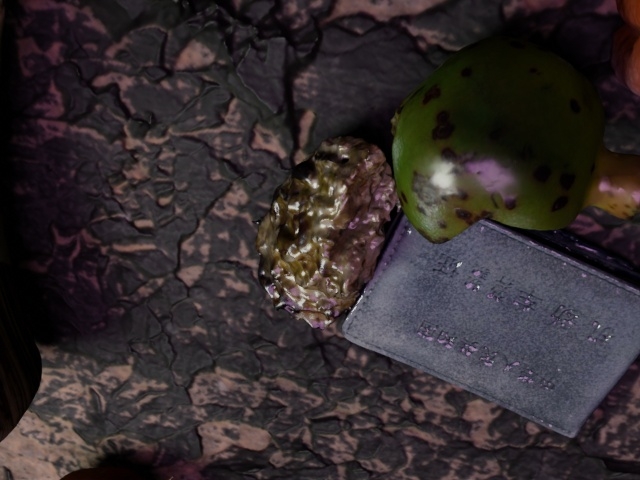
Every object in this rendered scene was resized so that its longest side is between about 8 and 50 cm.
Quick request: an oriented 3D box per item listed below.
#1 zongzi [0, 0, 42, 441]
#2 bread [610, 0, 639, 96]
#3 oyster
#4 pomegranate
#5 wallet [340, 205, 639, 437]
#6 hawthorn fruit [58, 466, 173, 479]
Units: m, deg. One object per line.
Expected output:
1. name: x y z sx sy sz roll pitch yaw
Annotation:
1. zongzi: -0.272 0.002 0.829 0.317 0.154 0.289 -29 113 24
2. bread: 0.289 -0.157 0.584 0.244 0.123 0.190 2 121 13
3. oyster: 0.002 -0.007 0.786 0.105 0.056 0.177 55 131 14
4. pomegranate: 0.126 -0.068 0.673 0.169 0.143 0.122 4 123 24
5. wallet: 0.138 0.056 0.816 0.222 0.036 0.167 26 125 -2
6. hawthorn fruit: -0.202 0.276 1.007 0.140 0.125 0.125 -12 123 -11
